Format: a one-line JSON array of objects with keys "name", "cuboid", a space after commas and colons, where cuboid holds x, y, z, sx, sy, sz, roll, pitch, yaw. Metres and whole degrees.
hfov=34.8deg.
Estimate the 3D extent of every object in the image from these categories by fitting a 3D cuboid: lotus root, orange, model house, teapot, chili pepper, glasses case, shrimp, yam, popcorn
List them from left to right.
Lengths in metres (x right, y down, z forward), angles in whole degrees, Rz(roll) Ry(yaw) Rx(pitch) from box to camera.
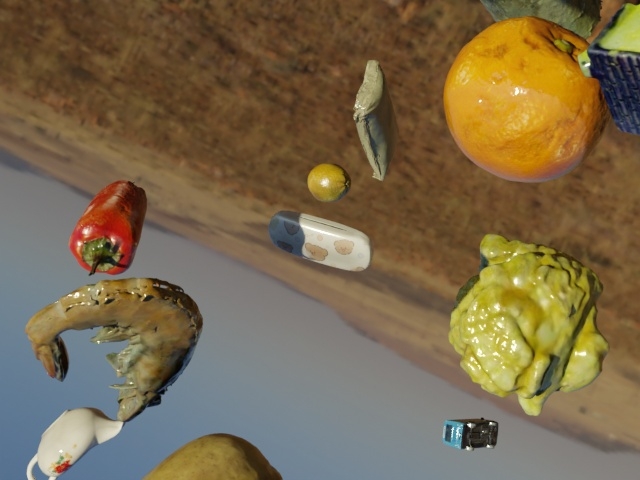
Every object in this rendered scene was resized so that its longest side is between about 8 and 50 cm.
[{"name": "teapot", "cuboid": [-0.458, 0.368, 1.856, 0.092, 0.226, 0.145, 47, -162, -3]}, {"name": "chili pepper", "cuboid": [-0.260, -0.002, 1.236, 0.084, 0.086, 0.192, 5, -153, -1]}, {"name": "shrimp", "cuboid": [-0.207, 0.110, 1.008, 0.173, 0.058, 0.253, 5, 144, -23]}, {"name": "lotus root", "cuboid": [-0.156, 0.352, 1.141, 0.183, 0.310, 0.183, 21, 134, 24]}, {"name": "glasses case", "cuboid": [0.000, 0.000, 1.506, 0.164, 0.063, 0.041, 17, -142, 17]}, {"name": "orange", "cuboid": [0.020, -0.119, 2.109, 0.095, 0.085, 0.085, 14, 171, 44]}, {"name": "popcorn", "cuboid": [0.294, 0.111, 1.467, 0.195, 0.256, 0.255, -14, 110, 44]}, {"name": "orange", "cuboid": [0.319, -0.216, 1.578, 0.261, 0.261, 0.261, 24, 176, 2]}, {"name": "yam", "cuboid": [0.386, -0.475, 1.872, 0.195, 0.195, 0.300, 20, 162, 48]}, {"name": "model house", "cuboid": [0.459, -0.243, 1.362, 0.211, 0.170, 0.194, -21, 142, 16]}]

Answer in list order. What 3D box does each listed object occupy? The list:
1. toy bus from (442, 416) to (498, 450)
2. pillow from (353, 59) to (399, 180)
[{"name": "toy bus", "cuboid": [0.209, 0.268, 1.420, 0.083, 0.038, 0.046, 7, 179, -44]}, {"name": "pillow", "cuboid": [0.099, -0.209, 1.795, 0.053, 0.119, 0.208, 10, 151, 21]}]
